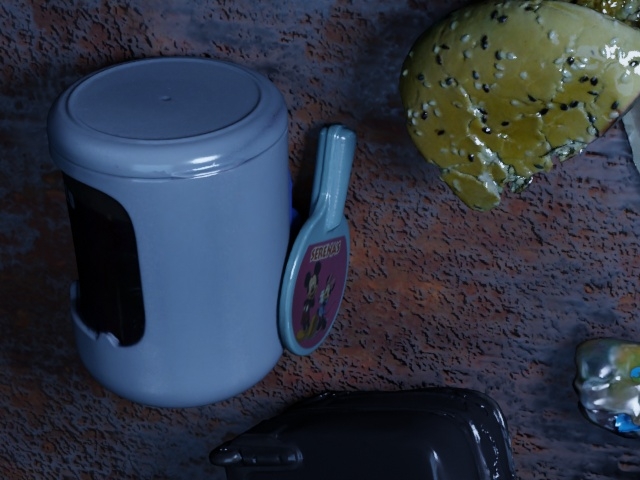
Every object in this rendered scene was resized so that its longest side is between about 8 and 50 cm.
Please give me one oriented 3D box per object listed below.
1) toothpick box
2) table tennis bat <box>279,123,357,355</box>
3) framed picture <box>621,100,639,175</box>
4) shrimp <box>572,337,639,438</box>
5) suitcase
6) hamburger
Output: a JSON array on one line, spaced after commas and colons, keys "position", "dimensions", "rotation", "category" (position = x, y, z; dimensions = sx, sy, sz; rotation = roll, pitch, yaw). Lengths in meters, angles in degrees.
[{"position": [-0.134, 0.012, 1.744], "dimensions": [0.263, 0.263, 0.355], "rotation": [6, 120, 11], "category": "toothpick box"}, {"position": [0.000, 0.000, 1.759], "dimensions": [0.040, 0.153, 0.244], "rotation": [13, 99, 21], "category": "table tennis bat"}, {"position": [0.386, -0.140, 1.640], "dimensions": [0.208, 0.019, 0.281], "rotation": [-13, 114, 21], "category": "framed picture"}, {"position": [0.470, 0.161, 1.698], "dimensions": [0.445, 0.221, 0.110], "rotation": [2, 74, 22], "category": "shrimp"}, {"position": [0.077, 0.336, 1.810], "dimensions": [0.339, 0.188, 0.345], "rotation": [-5, 100, 41], "category": "suitcase"}, {"position": [0.201, -0.162, 1.578], "dimensions": [0.192, 0.168, 0.288], "rotation": [46, 133, -8], "category": "hamburger"}]
